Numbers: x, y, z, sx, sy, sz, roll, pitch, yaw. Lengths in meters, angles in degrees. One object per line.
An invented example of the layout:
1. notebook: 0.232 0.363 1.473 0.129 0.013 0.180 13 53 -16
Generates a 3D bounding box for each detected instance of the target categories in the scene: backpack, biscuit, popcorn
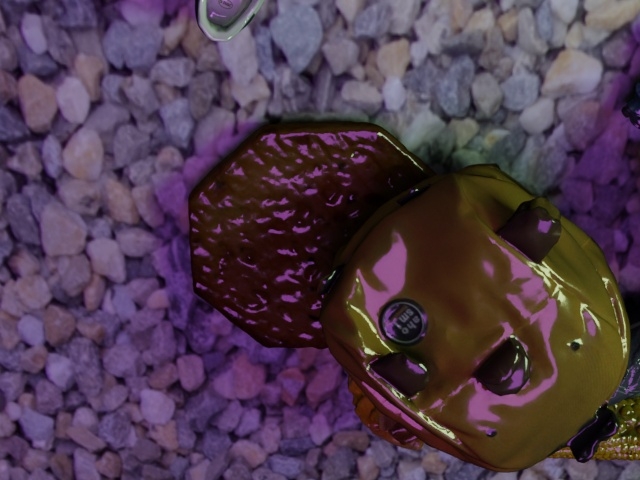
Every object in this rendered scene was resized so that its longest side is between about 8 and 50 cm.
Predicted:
1. backpack: 0.196 0.098 1.425 0.378 0.201 0.353 38 110 -3
2. biscuit: -0.001 0.000 1.533 0.359 0.046 0.359 0 122 0
3. popcorn: 0.116 0.205 1.615 0.167 0.152 0.148 19 102 -23

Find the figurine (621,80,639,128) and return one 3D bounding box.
1. figurine: 0.406 -0.200 1.405 0.079 0.077 0.136 54 130 8

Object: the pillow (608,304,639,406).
1. pillow: 0.435 0.135 1.553 0.335 0.161 0.092 -21 105 13

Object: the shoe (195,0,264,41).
1. shoe: -0.068 -0.331 1.288 0.095 0.110 0.265 18 123 -10

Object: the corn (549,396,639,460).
1. corn: 0.408 0.265 1.676 0.320 0.097 0.097 0 122 2
